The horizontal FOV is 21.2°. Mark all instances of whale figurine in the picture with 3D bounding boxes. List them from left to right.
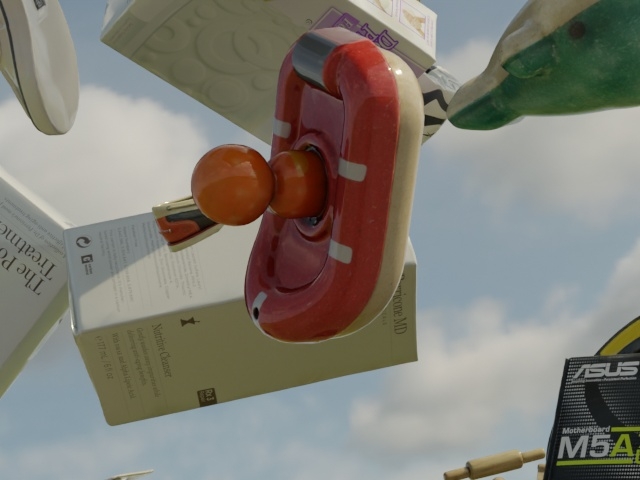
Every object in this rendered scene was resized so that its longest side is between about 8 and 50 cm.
[{"bbox_3d":[0.246,-0.166,1.620,0.272,0.141,0.216,-38,-12,38],"label":"whale figurine"}]

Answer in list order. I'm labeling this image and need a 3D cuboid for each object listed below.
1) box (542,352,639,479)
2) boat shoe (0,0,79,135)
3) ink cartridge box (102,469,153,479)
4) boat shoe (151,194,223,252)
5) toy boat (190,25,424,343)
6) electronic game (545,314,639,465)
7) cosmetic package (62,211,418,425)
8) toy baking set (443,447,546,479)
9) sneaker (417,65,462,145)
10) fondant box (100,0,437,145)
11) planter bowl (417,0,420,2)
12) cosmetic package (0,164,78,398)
[{"bbox_3d":[0.273,0.178,1.379,0.190,0.184,0.045,-6,-31,37],"label":"box"},{"bbox_3d":[-0.326,-0.232,1.795,0.084,0.258,0.095,-6,17,25],"label":"boat shoe"},{"bbox_3d":[-0.246,0.284,1.658,0.180,0.060,0.104,-24,-10,13],"label":"ink cartridge box"},{"bbox_3d":[-0.080,-0.039,1.463,0.137,0.043,0.049,-29,11,-20],"label":"boat shoe"},{"bbox_3d":[-0.023,-0.038,1.239,0.151,0.231,0.151,-2,18,-27],"label":"toy boat"},{"bbox_3d":[0.289,0.152,1.557,0.048,0.229,0.229,37,-40,-19],"label":"electronic game"},{"bbox_3d":[-0.086,0.065,1.976,0.385,0.156,0.217,-11,-36,-2],"label":"cosmetic package"},{"bbox_3d":[0.265,0.367,2.477,0.256,0.030,0.197,-10,24,-11],"label":"toy baking set"},{"bbox_3d":[0.069,-0.191,2.205,0.094,0.235,0.153,-2,-52,-54],"label":"sneaker"},{"bbox_3d":[-0.059,-0.254,2.045,0.330,0.096,0.238,30,-51,-24],"label":"fondant box"},{"bbox_3d":[0.104,-0.402,2.756,0.090,0.217,0.217,3,-23,-23],"label":"planter bowl"},{"bbox_3d":[-0.511,0.015,2.261,0.284,0.377,0.097,-53,-12,3],"label":"cosmetic package"}]
